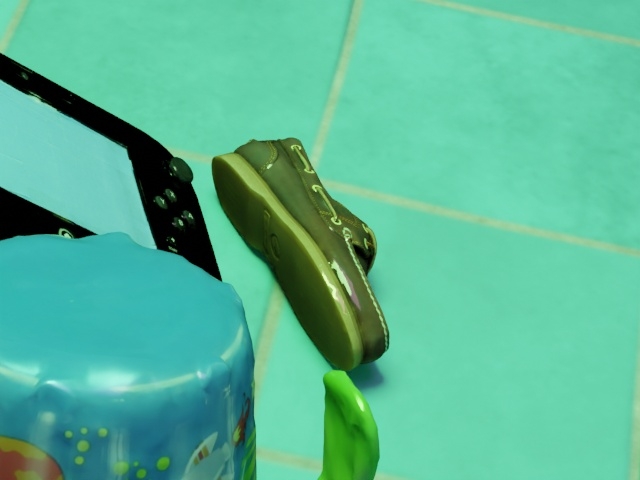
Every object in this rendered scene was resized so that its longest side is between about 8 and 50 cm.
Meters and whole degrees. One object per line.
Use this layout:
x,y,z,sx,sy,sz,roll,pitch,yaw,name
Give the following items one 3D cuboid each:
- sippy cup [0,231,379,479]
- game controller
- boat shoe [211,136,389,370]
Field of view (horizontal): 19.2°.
-0.129,0.125,0.966,0.240,0.224,0.305,21,28,20,sippy cup
-0.178,-0.045,1.168,0.319,0.067,0.166,28,25,-45,game controller
0.000,0.000,1.265,0.073,0.073,0.207,-16,50,-22,boat shoe
